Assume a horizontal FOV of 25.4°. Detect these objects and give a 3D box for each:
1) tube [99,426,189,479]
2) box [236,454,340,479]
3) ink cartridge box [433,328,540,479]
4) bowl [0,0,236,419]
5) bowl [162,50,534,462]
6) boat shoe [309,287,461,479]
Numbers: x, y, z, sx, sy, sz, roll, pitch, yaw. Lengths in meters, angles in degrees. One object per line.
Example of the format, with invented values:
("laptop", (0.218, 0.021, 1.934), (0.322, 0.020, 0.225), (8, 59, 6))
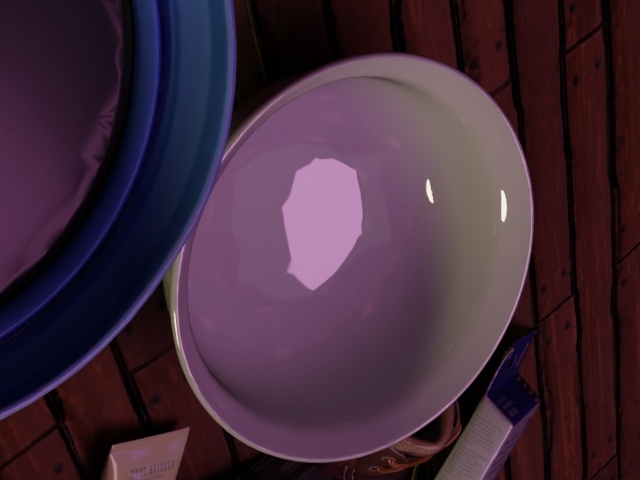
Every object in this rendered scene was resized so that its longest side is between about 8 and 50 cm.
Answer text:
("tube", (-0.168, 0.261, 1.136), (0.062, 0.070, 0.240), (16, 104, -10))
("box", (-0.094, 0.365, 1.225), (0.242, 0.077, 0.307), (-34, 141, -53))
("ink cartridge box", (0.162, 0.199, 1.390), (0.224, 0.045, 0.223), (-62, 167, 8))
("bowl", (-0.230, -0.092, 0.680), (0.391, 0.077, 0.391), (-6, 102, -29))
("bowl", (0.000, 0.000, 1.033), (0.298, 0.134, 0.297), (-10, 111, -29))
("boat shoe", (0.057, 0.155, 1.246), (0.123, 0.123, 0.342), (-29, 135, -31))
